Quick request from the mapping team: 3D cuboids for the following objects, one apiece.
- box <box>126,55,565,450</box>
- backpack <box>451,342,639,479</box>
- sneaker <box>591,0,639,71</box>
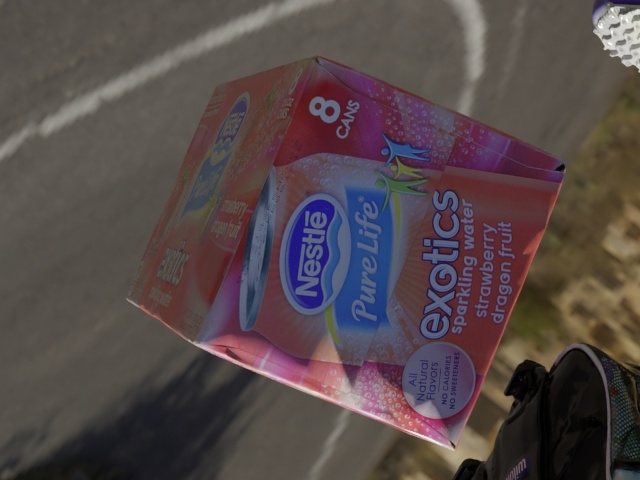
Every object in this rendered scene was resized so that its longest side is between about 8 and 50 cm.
[{"bbox_3d":[0.000,0.000,0.949,0.154,0.142,0.300,-67,-168,-2],"label":"box"},{"bbox_3d":[0.171,0.219,1.033,0.253,0.191,0.225,-75,-169,-56],"label":"backpack"},{"bbox_3d":[0.369,-0.225,1.501,0.102,0.293,0.146,116,-28,-67],"label":"sneaker"}]
